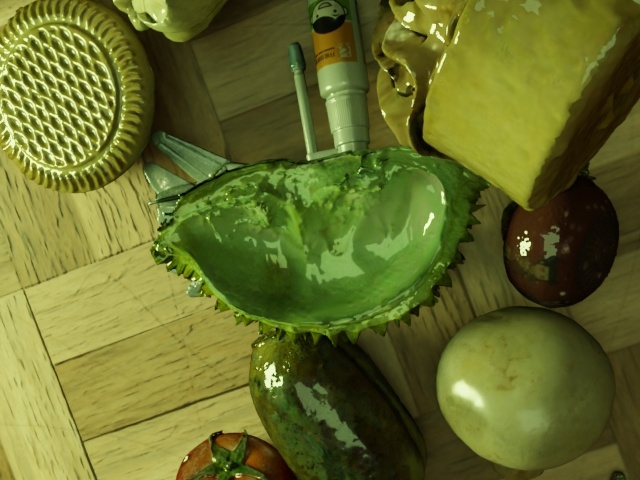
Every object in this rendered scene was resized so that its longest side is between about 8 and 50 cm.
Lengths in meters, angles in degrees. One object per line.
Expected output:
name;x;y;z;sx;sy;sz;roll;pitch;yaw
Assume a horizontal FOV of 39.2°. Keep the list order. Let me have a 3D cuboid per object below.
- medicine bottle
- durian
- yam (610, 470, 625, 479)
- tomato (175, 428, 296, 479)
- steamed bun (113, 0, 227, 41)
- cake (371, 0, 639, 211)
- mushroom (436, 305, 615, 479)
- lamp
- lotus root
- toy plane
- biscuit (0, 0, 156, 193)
medicine bottle;0.013;-0.190;1.085;0.092;0.061;0.221;-9;82;6
durian;0.000;0.007;1.033;0.394;0.163;0.198;-1;129;-2
yam;0.365;0.346;1.128;0.021;0.021;0.116;9;95;6
tomato;-0.105;0.332;1.127;0.167;0.167;0.167;1;95;7
steamed bun;-0.186;-0.423;1.003;0.230;0.325;0.372;-30;77;-30
cake;0.185;-0.238;0.923;0.321;0.332;0.332;36;98;19
mushroom;0.250;0.184;1.055;0.206;0.206;0.209;-35;112;9
lamp;0.273;-0.001;1.058;0.134;0.156;0.157;17;59;42
lotus root;0.015;0.221;1.097;0.160;0.152;0.275;-39;85;26
toy plane;-0.079;-0.056;1.124;0.267;0.088;0.212;-14;94;0
biscuit;-0.311;-0.183;1.114;0.259;0.079;0.259;5;103;22
